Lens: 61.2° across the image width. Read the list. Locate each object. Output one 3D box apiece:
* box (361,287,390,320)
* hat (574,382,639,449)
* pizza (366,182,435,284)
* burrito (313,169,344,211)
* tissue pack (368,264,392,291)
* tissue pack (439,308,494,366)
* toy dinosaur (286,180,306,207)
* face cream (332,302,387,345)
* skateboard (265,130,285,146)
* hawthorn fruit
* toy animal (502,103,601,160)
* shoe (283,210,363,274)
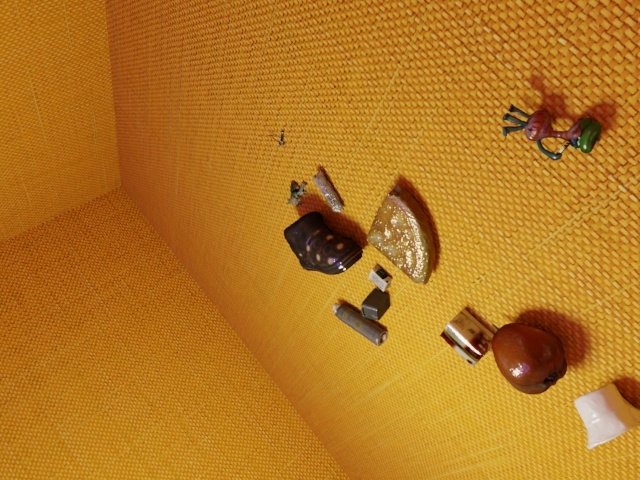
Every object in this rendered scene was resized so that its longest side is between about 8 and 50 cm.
[{"bbox_3d":[0.216,0.249,2.091,0.069,0.122,0.084,14,132,34],"label":"box"},{"bbox_3d":[0.771,0.465,1.461,0.126,0.203,0.203,63,155,28],"label":"hat"},{"bbox_3d":[0.293,-0.015,1.757,0.268,0.087,0.258,45,144,18],"label":"pizza"},{"bbox_3d":[0.030,-0.180,2.016,0.051,0.042,0.171,-27,102,30],"label":"burrito"},{"bbox_3d":[0.226,0.142,2.043,0.083,0.042,0.062,42,149,23],"label":"tissue pack"},{"bbox_3d":[0.485,0.321,1.781,0.148,0.099,0.106,43,148,21],"label":"tissue pack"},{"bbox_3d":[-0.105,-0.192,2.213,0.187,0.044,0.106,21,123,63],"label":"toy dinosaur"},{"bbox_3d":[0.159,0.347,2.304,0.283,0.073,0.073,30,141,38],"label":"face cream"},{"bbox_3d":[-0.175,-0.410,2.114,0.083,0.032,0.064,32,132,32],"label":"skateboard"},{"bbox_3d":[0.583,0.321,1.573,0.251,0.199,0.199,45,151,46],"label":"hawthorn fruit"},{"bbox_3d":[0.509,-0.239,1.212,0.208,0.100,0.103,23,99,26],"label":"toy animal"},{"bbox_3d":[0.000,0.000,2.106,0.237,0.171,0.384,60,158,-15],"label":"shoe"}]
